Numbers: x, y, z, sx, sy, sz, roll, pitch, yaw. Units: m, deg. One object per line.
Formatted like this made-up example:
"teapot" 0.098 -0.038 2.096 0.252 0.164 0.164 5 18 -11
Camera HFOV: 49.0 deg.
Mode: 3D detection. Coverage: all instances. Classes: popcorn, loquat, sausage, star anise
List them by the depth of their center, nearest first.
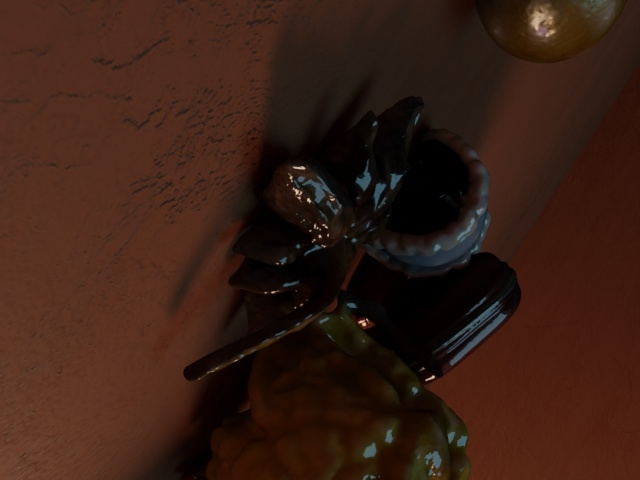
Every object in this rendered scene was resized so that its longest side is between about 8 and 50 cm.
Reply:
"star anise" -0.001 -0.002 0.747 0.349 0.109 0.293 -32 144 -49
"loquat" 0.270 -0.316 0.818 0.179 0.179 0.227 -50 151 -20
"popcorn" 0.033 0.259 0.925 0.349 0.348 0.382 37 62 -71
"sausage" 0.093 0.077 1.143 0.141 0.076 0.076 -55 161 -3

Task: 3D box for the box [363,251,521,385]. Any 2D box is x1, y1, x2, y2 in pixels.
"box" 0.191 0.129 1.198 0.263 0.108 0.404 -40 180 -6

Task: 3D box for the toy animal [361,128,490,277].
"toy animal" 0.167 -0.039 1.026 0.208 0.156 0.204 -51 157 -6

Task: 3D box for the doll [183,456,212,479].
"doll" -0.149 0.338 0.998 0.169 0.057 0.109 -42 139 -68
